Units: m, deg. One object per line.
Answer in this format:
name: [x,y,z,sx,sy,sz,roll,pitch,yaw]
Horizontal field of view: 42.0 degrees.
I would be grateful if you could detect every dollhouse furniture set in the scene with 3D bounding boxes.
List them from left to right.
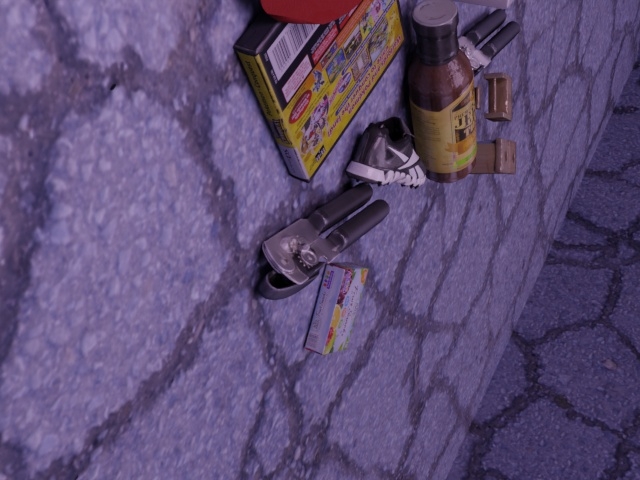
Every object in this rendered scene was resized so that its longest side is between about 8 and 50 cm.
dollhouse furniture set: [0.304,-0.220,1.613,0.129,0.129,0.183,-4,95,-65]

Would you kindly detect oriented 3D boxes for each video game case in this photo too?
video game case: [0.014,-0.248,1.045,0.275,0.035,0.248,-57,152,-20]

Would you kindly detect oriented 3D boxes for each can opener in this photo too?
can opener: [0.000,0.000,1.195,0.095,0.076,0.283,-49,172,35]
can opener: [0.291,-0.358,1.564,0.280,0.074,0.093,-45,179,-43]

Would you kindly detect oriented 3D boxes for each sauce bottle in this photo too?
sauce bottle: [0.200,-0.240,1.380,0.111,0.111,0.344,-59,153,-27]

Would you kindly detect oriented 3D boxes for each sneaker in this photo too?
sneaker: [0.121,-0.141,1.318,0.234,0.078,0.106,-6,114,-62]

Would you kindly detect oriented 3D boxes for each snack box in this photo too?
snack box: [0.027,0.108,1.336,0.100,0.037,0.141,1,106,-66]

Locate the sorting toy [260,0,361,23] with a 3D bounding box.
sorting toy: [0.006,-0.378,0.789,0.365,0.127,0.126,109,-29,-57]

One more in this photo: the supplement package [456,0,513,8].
supplement package: [0.266,-0.500,1.294,0.203,0.149,0.194,-50,147,-39]
